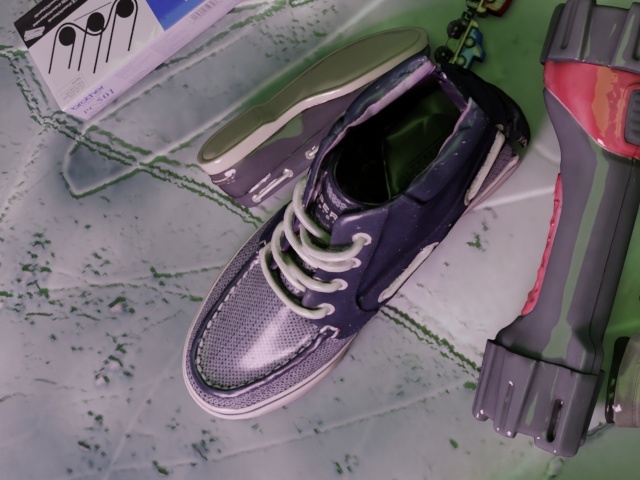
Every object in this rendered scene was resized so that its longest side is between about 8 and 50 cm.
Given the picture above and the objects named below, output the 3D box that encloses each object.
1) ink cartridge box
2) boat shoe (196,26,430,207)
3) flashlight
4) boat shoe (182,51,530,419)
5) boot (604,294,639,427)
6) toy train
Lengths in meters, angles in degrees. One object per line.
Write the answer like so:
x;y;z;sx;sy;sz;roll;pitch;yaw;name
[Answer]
-0.153;-0.203;0.906;0.207;0.046;0.097;-35;76;12;ink cartridge box
0.003;-0.097;0.848;0.206;0.075;0.065;-31;119;8;boat shoe
0.177;-0.012;0.755;0.103;0.103;0.304;16;95;23;flashlight
0.000;0.000;0.775;0.127;0.158;0.340;45;99;17;boat shoe
0.268;0.142;0.726;0.161;0.083;0.246;17;89;30;boot
0.132;-0.191;0.820;0.036;0.027;0.158;27;93;8;toy train
